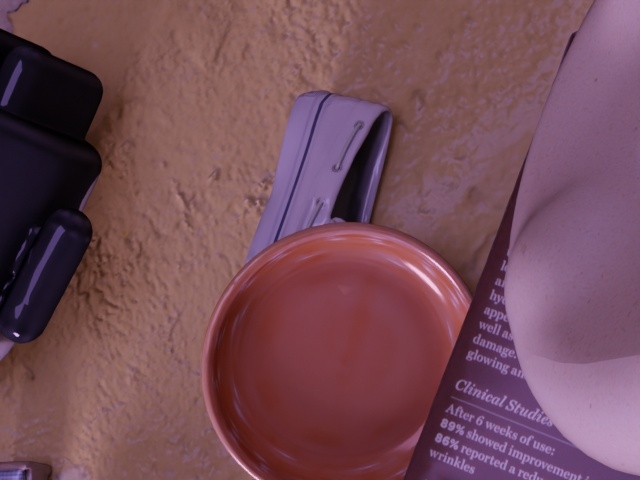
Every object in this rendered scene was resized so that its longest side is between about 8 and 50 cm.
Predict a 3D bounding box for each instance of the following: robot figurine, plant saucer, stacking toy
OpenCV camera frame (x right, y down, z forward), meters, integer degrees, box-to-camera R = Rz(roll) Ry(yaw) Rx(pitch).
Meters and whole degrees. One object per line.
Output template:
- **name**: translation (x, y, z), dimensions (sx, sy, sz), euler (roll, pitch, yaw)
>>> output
- **robot figurine**: translation (-0.280, -0.026, 1.172), dimensions (0.278, 0.173, 0.209), euler (-63, 20, 4)
- **plant saucer**: translation (0.017, 0.085, 1.044), dimensions (0.200, 0.037, 0.200), euler (-1, 96, -6)
- **stacking toy**: translation (0.365, 0.013, 0.740), dimensions (0.480, 0.350, 0.350), euler (23, 93, -17)

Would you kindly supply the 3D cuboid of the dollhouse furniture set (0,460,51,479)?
- **dollhouse furniture set**: translation (-0.231, 0.288, 1.087), dimensions (0.303, 0.198, 0.286), euler (-3, 80, 25)

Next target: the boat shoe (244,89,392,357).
- **boat shoe**: translation (0.000, 0.000, 1.085), dimensions (0.076, 0.083, 0.226), euler (6, 84, 27)

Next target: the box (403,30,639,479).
- **box**: translation (0.190, 0.083, 0.939), dimensions (0.191, 0.143, 0.381), euler (21, 89, 25)
